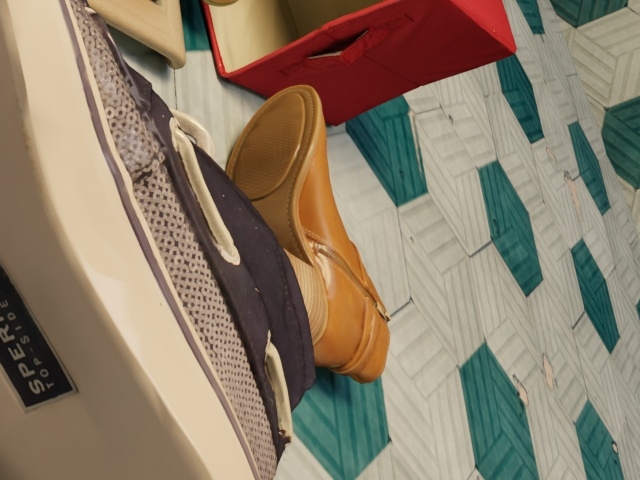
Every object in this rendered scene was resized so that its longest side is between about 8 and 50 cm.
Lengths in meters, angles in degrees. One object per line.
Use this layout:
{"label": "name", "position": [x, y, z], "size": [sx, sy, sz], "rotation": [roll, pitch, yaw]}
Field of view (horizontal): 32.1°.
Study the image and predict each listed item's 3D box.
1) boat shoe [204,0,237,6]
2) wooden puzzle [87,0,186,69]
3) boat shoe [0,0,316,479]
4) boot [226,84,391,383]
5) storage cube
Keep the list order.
{"label": "boat shoe", "position": [-0.086, -0.238, 0.817], "size": [0.048, 0.056, 0.153], "rotation": [139, -62, -68]}
{"label": "wooden puzzle", "position": [-0.159, -0.247, 0.698], "size": [0.239, 0.044, 0.220], "rotation": [29, 46, -55]}
{"label": "boat shoe", "position": [-0.106, -0.031, 0.434], "size": [0.158, 0.127, 0.340], "rotation": [-60, 133, -66]}
{"label": "boot", "position": [0.000, 0.000, 0.811], "size": [0.152, 0.073, 0.197], "rotation": [37, 52, -48]}
{"label": "storage cube", "position": [0.024, -0.225, 0.890], "size": [0.193, 0.184, 0.215], "rotation": [15, 58, -61]}
